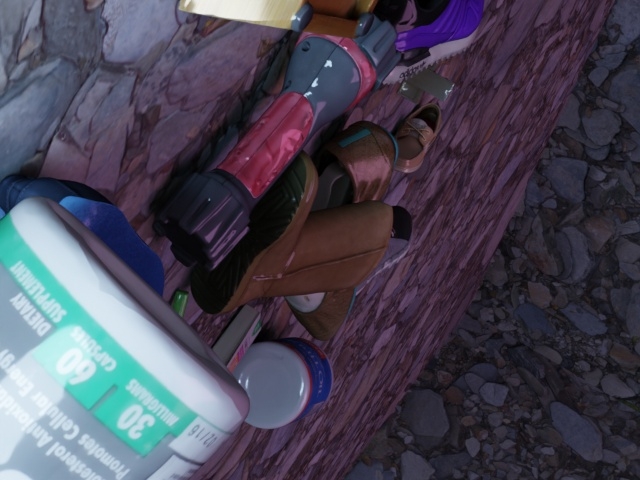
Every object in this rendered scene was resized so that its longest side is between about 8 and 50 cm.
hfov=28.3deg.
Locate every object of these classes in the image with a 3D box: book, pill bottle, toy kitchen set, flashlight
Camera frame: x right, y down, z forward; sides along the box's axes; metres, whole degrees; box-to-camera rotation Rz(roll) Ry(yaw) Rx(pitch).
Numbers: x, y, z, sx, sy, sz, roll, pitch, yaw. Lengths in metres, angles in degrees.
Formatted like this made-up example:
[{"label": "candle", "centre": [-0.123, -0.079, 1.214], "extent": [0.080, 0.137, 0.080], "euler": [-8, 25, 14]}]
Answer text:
[{"label": "book", "centre": [-0.128, 0.160, 1.686], "extent": [0.144, 0.035, 0.096], "euler": [-57, 171, -16]}, {"label": "pill bottle", "centre": [-0.235, 0.163, 0.803], "extent": [0.361, 0.204, 0.204], "euler": [-46, 166, -2]}, {"label": "toy kitchen set", "centre": [0.165, -0.231, 1.814], "extent": [0.083, 0.068, 0.075], "euler": [-62, 167, 14]}, {"label": "flashlight", "centre": [-0.042, -0.109, 1.256], "extent": [0.304, 0.103, 0.103], "euler": [-51, 126, -22]}, {"label": "pill bottle", "centre": [-0.050, 0.204, 1.859], "extent": [0.124, 0.124, 0.221], "euler": [-60, 168, 6]}]

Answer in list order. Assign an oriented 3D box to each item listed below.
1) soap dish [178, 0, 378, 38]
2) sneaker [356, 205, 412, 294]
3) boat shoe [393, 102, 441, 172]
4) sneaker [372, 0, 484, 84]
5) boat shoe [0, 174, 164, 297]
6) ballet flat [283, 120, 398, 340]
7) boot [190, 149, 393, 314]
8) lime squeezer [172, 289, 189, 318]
[{"label": "soap dish", "centre": [0.016, -0.293, 1.008], "extent": [0.291, 0.118, 0.229], "euler": [-61, 167, 14]}, {"label": "sneaker", "centre": [0.086, -0.010, 1.985], "extent": [0.229, 0.086, 0.132], "euler": [-47, 160, -39]}, {"label": "boat shoe", "centre": [0.141, -0.159, 1.913], "extent": [0.170, 0.063, 0.059], "euler": [-57, 168, -54]}, {"label": "sneaker", "centre": [0.133, -0.291, 1.483], "extent": [0.293, 0.102, 0.146], "euler": [-43, 158, -51]}, {"label": "boat shoe", "centre": [-0.187, 0.013, 1.013], "extent": [0.109, 0.089, 0.258], "euler": [-54, 163, -26]}, {"label": "ballet flat", "centre": [0.000, 0.000, 1.659], "extent": [0.124, 0.116, 0.342], "euler": [-18, 139, -43]}, {"label": "boot", "centre": [-0.006, -0.022, 1.463], "extent": [0.269, 0.089, 0.236], "euler": [-9, 144, -50]}, {"label": "lime squeezer", "centre": [-0.178, 0.184, 1.489], "extent": [0.110, 0.059, 0.310], "euler": [-51, 164, -32]}]
